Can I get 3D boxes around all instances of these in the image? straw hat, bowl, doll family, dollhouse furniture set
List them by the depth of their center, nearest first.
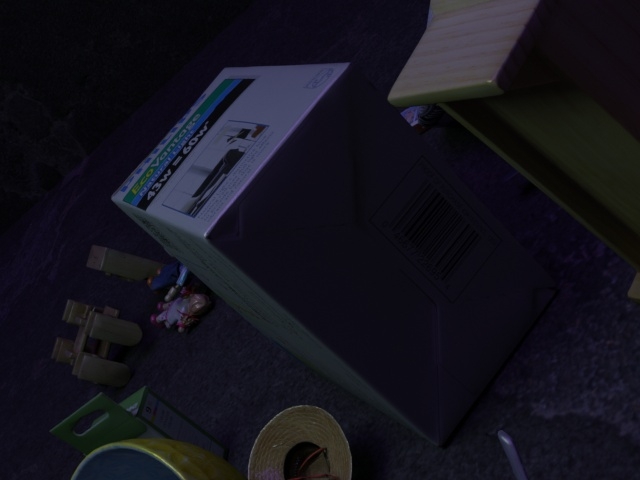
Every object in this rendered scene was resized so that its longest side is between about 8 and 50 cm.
[{"bbox_3d":[-0.124,0.333,1.054,0.156,0.289,0.289,-10,-11,-47],"label":"bowl"},{"bbox_3d":[-0.008,0.260,1.121,0.145,0.061,0.144,-16,61,31],"label":"straw hat"},{"bbox_3d":[-0.228,0.032,1.768,0.163,0.118,0.263,-21,35,45],"label":"doll family"},{"bbox_3d":[-0.369,0.147,1.867,0.212,0.161,0.242,7,80,62],"label":"dollhouse furniture set"}]

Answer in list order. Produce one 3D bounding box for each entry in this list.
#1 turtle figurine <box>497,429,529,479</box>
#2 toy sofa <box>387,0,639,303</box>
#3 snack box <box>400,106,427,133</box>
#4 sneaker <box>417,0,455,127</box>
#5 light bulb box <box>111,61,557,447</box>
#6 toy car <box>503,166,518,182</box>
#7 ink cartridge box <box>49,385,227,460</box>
[{"bbox_3d":[0.108,0.318,0.630,0.266,0.198,0.274,33,124,49],"label":"turtle figurine"},{"bbox_3d":[0.253,-0.096,0.856,0.177,0.363,0.150,-61,26,-12],"label":"toy sofa"},{"bbox_3d":[0.125,-0.177,1.610,0.178,0.022,0.064,-28,30,38],"label":"snack box"},{"bbox_3d":[0.243,-0.236,1.353,0.366,0.210,0.137,80,-161,-75],"label":"sneaker"},{"bbox_3d":[0.000,0.000,1.140,0.225,0.358,0.361,-50,25,-10],"label":"light bulb box"},{"bbox_3d":[0.276,-0.151,1.191,0.188,0.149,0.155,-37,31,50],"label":"toy car"},{"bbox_3d":[-0.235,0.261,1.320,0.109,0.209,0.062,-35,27,26],"label":"ink cartridge box"}]
